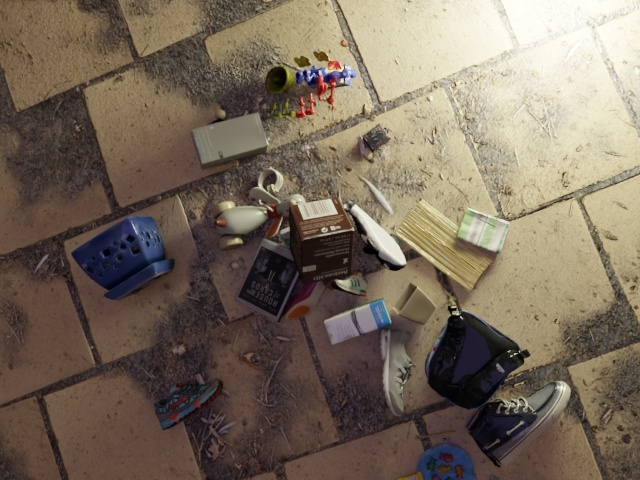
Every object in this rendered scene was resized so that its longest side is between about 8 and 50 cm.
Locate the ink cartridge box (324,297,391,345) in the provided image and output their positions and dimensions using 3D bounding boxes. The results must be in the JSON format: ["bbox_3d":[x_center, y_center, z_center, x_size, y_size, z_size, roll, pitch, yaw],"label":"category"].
[{"bbox_3d":[0.122,0.261,1.812,0.203,0.148,0.086,-20,86,5],"label":"ink cartridge box"}]

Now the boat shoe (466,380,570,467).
[{"bbox_3d":[0.611,0.538,1.744,0.158,0.127,0.340,41,93,0],"label":"boat shoe"}]

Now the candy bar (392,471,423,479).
[{"bbox_3d":[0.260,0.797,1.827,0.161,0.018,0.040,-21,84,9],"label":"candy bar"}]

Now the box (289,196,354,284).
[{"bbox_3d":[0.000,0.000,1.769,0.168,0.203,0.167,-12,45,-12],"label":"box"}]

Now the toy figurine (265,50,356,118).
[{"bbox_3d":[0.003,-0.517,1.883,0.362,0.217,0.191,5,106,50],"label":"toy figurine"}]

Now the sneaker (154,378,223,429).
[{"bbox_3d":[-0.457,0.531,1.895,0.262,0.104,0.125,-33,81,4],"label":"sneaker"}]

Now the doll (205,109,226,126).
[{"bbox_3d":[-0.360,-0.367,1.956,0.129,0.046,0.189,5,87,0],"label":"doll"}]

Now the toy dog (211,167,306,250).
[{"bbox_3d":[-0.228,-0.089,1.868,0.333,0.161,0.220,-38,83,4],"label":"toy dog"}]

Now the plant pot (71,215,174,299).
[{"bbox_3d":[-0.645,0.064,1.885,0.236,0.236,0.212,-32,91,4],"label":"plant pot"}]

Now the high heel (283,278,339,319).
[{"bbox_3d":[-0.046,0.163,1.891,0.244,0.082,0.117,-44,45,18],"label":"high heel"}]

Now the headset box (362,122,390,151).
[{"bbox_3d":[0.193,-0.351,1.894,0.083,0.032,0.062,-35,83,6],"label":"headset box"}]

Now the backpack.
[{"bbox_3d":[0.452,0.377,1.736,0.276,0.213,0.263,34,83,14],"label":"backpack"}]

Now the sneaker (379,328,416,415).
[{"bbox_3d":[0.255,0.426,1.808,0.115,0.105,0.281,-5,86,7],"label":"sneaker"}]

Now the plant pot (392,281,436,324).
[{"bbox_3d":[0.312,0.213,1.818,0.096,0.109,0.109,34,91,-6],"label":"plant pot"}]

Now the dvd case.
[{"bbox_3d":[-0.168,0.132,1.896,0.179,0.029,0.239,24,88,20],"label":"dvd case"}]

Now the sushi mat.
[{"bbox_3d":[0.413,0.016,1.853,0.316,0.019,0.151,39,91,7],"label":"sushi mat"}]

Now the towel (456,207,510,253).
[{"bbox_3d":[0.534,-0.033,1.829,0.152,0.023,0.113,21,81,5],"label":"towel"}]

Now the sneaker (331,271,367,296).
[{"bbox_3d":[0.098,0.134,1.833,0.057,0.161,0.075,5,78,47],"label":"sneaker"}]

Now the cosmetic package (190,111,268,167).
[{"bbox_3d":[-0.306,-0.336,1.890,0.238,0.107,0.127,-20,89,-9],"label":"cosmetic package"}]

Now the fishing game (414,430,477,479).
[{"bbox_3d":[0.407,0.755,1.806,0.189,0.041,0.264,-8,86,9],"label":"fishing game"}]

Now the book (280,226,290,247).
[{"bbox_3d":[-0.051,-0.027,1.877,0.144,0.096,0.035,-22,49,8],"label":"book"}]

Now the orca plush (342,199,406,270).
[{"bbox_3d":[0.156,0.004,1.848,0.287,0.151,0.102,42,124,5],"label":"orca plush"}]
